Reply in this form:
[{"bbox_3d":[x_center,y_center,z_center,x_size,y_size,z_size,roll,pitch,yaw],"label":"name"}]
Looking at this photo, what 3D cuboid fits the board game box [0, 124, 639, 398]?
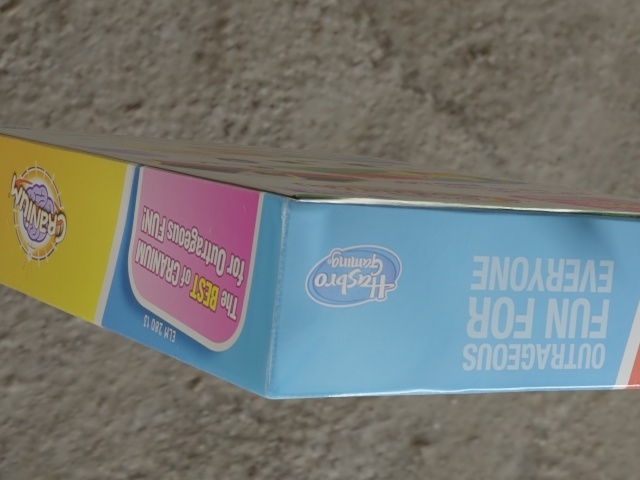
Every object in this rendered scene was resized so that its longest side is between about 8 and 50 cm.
[{"bbox_3d":[0.000,0.000,0.658,0.242,0.316,0.064,3,96,-33],"label":"board game box"}]
